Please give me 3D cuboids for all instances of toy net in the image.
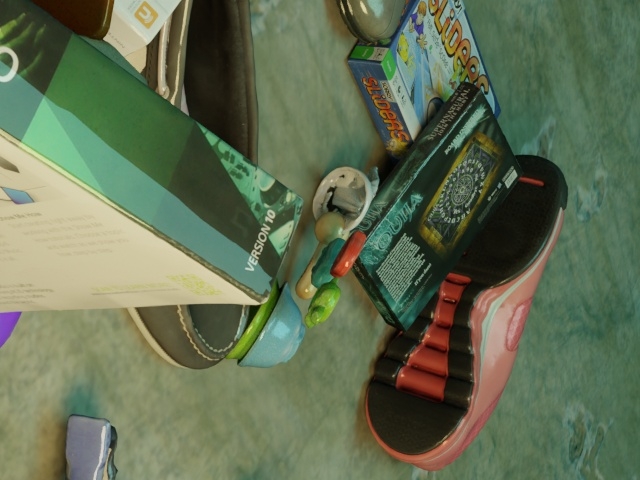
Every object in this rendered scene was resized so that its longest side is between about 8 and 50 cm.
[{"bbox_3d":[0.000,0.000,1.223,0.122,0.045,0.232,-53,-172,44],"label":"toy net"}]

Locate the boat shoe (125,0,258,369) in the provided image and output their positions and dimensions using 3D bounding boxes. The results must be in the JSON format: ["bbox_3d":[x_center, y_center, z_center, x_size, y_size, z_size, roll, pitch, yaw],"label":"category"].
[{"bbox_3d":[-0.083,-0.052,1.056,0.112,0.096,0.335,-42,132,-47],"label":"boat shoe"}]

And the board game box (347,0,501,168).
[{"bbox_3d":[0.094,-0.133,1.391,0.136,0.035,0.201,-62,145,-28],"label":"board game box"}]

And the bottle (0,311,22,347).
[{"bbox_3d":[-0.218,0.020,0.851,0.283,0.092,0.118,-37,123,-50],"label":"bottle"}]

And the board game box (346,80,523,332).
[{"bbox_3d":[0.096,-0.028,1.372,0.186,0.026,0.126,-52,140,-17],"label":"board game box"}]

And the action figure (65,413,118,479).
[{"bbox_3d":[-0.085,0.277,1.071,0.330,0.179,0.341,-27,123,-65],"label":"action figure"}]

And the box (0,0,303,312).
[{"bbox_3d":[-0.195,-0.065,0.643,0.322,0.232,0.058,34,65,-36],"label":"box"}]

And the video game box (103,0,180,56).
[{"bbox_3d":[-0.122,-0.237,0.909,0.187,0.048,0.205,44,59,-24],"label":"video game box"}]

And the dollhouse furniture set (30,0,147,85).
[{"bbox_3d":[-0.176,-0.213,0.698,0.135,0.259,0.262,17,82,-62],"label":"dollhouse furniture set"}]

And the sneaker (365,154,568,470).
[{"bbox_3d":[0.136,0.067,1.469,0.313,0.116,0.136,-63,156,-15],"label":"sneaker"}]

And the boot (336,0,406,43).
[{"bbox_3d":[0.107,-0.272,1.253,0.083,0.161,0.246,26,76,-58],"label":"boot"}]
